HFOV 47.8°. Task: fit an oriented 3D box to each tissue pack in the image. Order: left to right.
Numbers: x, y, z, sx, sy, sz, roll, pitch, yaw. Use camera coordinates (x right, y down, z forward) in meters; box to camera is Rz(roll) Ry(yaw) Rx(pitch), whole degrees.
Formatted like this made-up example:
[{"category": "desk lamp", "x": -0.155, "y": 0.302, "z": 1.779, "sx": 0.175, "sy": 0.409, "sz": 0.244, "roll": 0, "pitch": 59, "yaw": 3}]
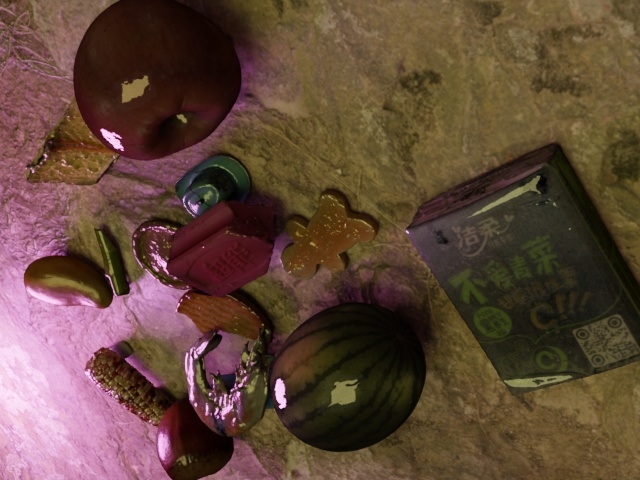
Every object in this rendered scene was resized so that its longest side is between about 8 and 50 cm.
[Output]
[{"category": "tissue pack", "x": 0.372, "y": 0.064, "z": 1.262, "sx": 0.288, "sy": 0.124, "sz": 0.394, "roll": -27, "pitch": 106, "yaw": 33}]

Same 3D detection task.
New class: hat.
[{"category": "hat", "x": -0.230, "y": -0.089, "z": 1.471, "sx": 0.138, "sy": 0.078, "sz": 0.191, "roll": 44, "pitch": 128, "yaw": -6}]

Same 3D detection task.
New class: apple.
[{"category": "apple", "x": -0.287, "y": -0.285, "z": 1.255, "sx": 0.305, "sy": 0.305, "sz": 0.235, "roll": -36, "pitch": 76, "yaw": 37}]

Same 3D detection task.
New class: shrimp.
[{"category": "shrimp", "x": -0.210, "y": 0.309, "z": 1.666, "sx": 0.247, "sy": 0.085, "sz": 0.360, "roll": 42, "pitch": 126, "yaw": 16}]

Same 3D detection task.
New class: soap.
[{"category": "soap", "x": -0.186, "y": 0.008, "z": 1.466, "sx": 0.162, "sy": 0.099, "sz": 0.250, "roll": 31, "pitch": 134, "yaw": -34}]

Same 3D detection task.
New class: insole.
[{"category": "insole", "x": -0.562, "y": 0.312, "z": 1.922, "sx": 0.192, "sy": 0.010, "sz": 0.063, "roll": -31, "pitch": 105, "yaw": 35}]

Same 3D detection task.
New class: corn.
[{"category": "corn", "x": -0.484, "y": 0.392, "z": 1.882, "sx": 0.290, "sy": 0.098, "sz": 0.098, "roll": 42, "pitch": 128, "yaw": -15}]

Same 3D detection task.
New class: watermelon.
[{"category": "watermelon", "x": 0.046, "y": 0.277, "z": 1.446, "sx": 0.279, "sy": 0.279, "sz": 0.359, "roll": 47, "pitch": 126, "yaw": -9}]

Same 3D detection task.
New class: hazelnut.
[{"category": "hazelnut", "x": -0.320, "y": 0.497, "z": 1.825, "sx": 0.208, "sy": 0.208, "sz": 0.208, "roll": 12, "pitch": 124, "yaw": 18}]

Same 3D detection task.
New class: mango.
[{"category": "mango", "x": -0.613, "y": 0.104, "z": 1.762, "sx": 0.227, "sy": 0.099, "sz": 0.136, "roll": 15, "pitch": 121, "yaw": 6}]

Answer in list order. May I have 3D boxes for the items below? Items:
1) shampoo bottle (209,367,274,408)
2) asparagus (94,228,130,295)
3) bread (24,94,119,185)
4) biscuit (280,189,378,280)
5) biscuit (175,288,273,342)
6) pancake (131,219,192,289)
[{"category": "shampoo bottle", "x": -0.182, "y": 0.366, "z": 1.748, "sx": 0.258, "sy": 0.061, "sz": 0.104, "roll": -13, "pitch": 110, "yaw": 31}, {"category": "asparagus", "x": -0.493, "y": 0.048, "z": 1.705, "sx": 0.045, "sy": 0.041, "sz": 0.179, "roll": -9, "pitch": 114, "yaw": 2}, {"category": "bread", "x": -0.482, "y": -0.223, "z": 1.483, "sx": 0.178, "sy": 0.142, "sz": 0.266, "roll": 17, "pitch": 138, "yaw": -38}, {"category": "biscuit", "x": 0.000, "y": 0.000, "z": 1.451, "sx": 0.153, "sy": 0.030, "sz": 0.234, "roll": 41, "pitch": 128, "yaw": -2}, {"category": "biscuit", "x": -0.214, "y": 0.177, "z": 1.659, "sx": 0.228, "sy": 0.031, "sz": 0.176, "roll": 35, "pitch": 132, "yaw": -5}, {"category": "pancake", "x": -0.342, "y": 0.035, "z": 1.638, "sx": 0.199, "sy": 0.021, "sz": 0.199, "roll": 12, "pitch": 126, "yaw": 17}]
